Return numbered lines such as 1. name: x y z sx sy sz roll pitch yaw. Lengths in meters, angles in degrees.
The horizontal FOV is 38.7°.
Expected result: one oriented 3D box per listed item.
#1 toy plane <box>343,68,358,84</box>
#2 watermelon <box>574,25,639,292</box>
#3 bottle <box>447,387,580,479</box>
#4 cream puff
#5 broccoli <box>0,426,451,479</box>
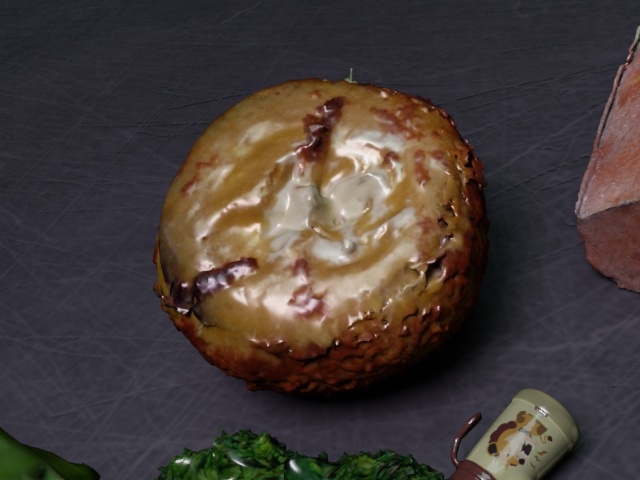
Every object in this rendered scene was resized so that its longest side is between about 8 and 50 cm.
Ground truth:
1. toy plane: 0.032 -0.118 0.830 0.103 0.040 0.111 0 45 -8
2. watermelon: 0.274 -0.074 0.642 0.226 0.148 0.318 -23 41 6
3. bottle: 0.109 0.137 0.544 0.101 0.047 0.063 -41 39 -20
4. cream puff: 0.000 0.001 0.632 0.240 0.164 0.239 -2 65 5
5. broccoli: -0.059 0.194 0.375 0.298 0.297 0.297 -27 39 25
